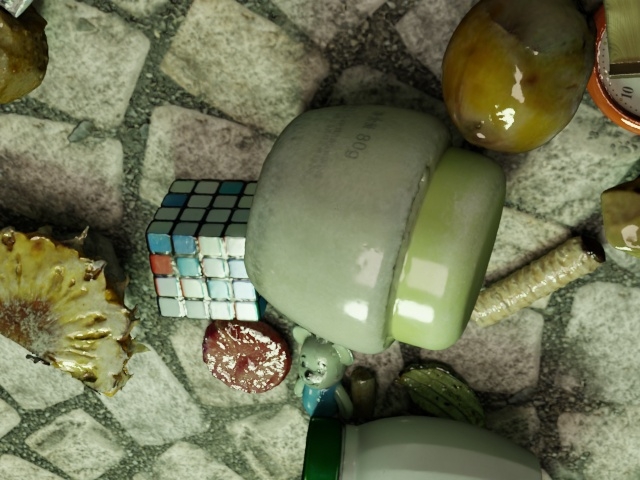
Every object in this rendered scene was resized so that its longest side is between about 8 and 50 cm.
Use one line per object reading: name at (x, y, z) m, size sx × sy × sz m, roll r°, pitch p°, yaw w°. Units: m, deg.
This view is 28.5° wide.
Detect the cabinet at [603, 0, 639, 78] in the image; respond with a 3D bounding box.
cabinet at (0.379, -0.318, 1.394) m, size 0.148 × 0.215 × 0.175 m, roll -3°, pitch 148°, yaw 15°

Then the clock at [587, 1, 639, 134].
clock at (0.426, -0.227, 1.564) m, size 0.205 × 0.051 × 0.205 m, roll 8°, pitch 112°, yaw 21°

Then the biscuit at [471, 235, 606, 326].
biscuit at (0.307, 0.057, 1.811) m, size 0.219 × 0.055 × 0.061 m, roll -35°, pitch 128°, yaw 30°

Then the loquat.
loquat at (0.244, -0.216, 1.558) m, size 0.179 × 0.179 × 0.227 m, roll 19°, pitch 119°, yaw -1°

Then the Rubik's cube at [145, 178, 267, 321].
Rubik's cube at (-0.150, 0.012, 1.822) m, size 0.155 × 0.154 × 0.151 m, roll 2°, pitch 125°, yaw 10°

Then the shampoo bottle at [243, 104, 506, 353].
shampoo bottle at (0.066, -0.019, 1.648) m, size 0.317 × 0.322 × 0.322 m, roll 18°, pitch 127°, yaw 9°

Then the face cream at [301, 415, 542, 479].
face cream at (0.147, 0.391, 1.951) m, size 0.356 × 0.220 × 0.312 m, roll 7°, pitch 150°, yaw 0°

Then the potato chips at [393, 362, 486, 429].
potato chips at (0.208, 0.260, 1.995) m, size 0.092 × 0.028 × 0.207 m, roll -35°, pitch 112°, yaw 31°

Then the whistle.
whistle at (0.002, 0.234, 1.999) m, size 0.114 × 0.077 × 0.236 m, roll 21°, pitch 134°, yaw 25°

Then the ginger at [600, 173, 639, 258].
ginger at (0.597, -0.006, 1.610) m, size 0.413 × 0.211 × 0.358 m, roll -21°, pitch 120°, yaw 25°

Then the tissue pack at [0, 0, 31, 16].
tissue pack at (-0.357, -0.369, 1.596) m, size 0.065 × 0.155 × 0.115 m, roll 33°, pitch 125°, yaw -14°

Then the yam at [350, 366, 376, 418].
yam at (0.067, 0.247, 2.010) m, size 0.043 × 0.043 × 0.094 m, roll 7°, pitch 123°, yaw 8°

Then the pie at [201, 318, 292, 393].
pie at (-0.117, 0.181, 2.009) m, size 0.154 × 0.036 × 0.154 m, roll 6°, pitch 126°, yaw 9°

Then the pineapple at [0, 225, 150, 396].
pineapple at (-0.407, 0.082, 1.956) m, size 0.344 × 0.286 × 0.209 m, roll 32°, pitch 81°, yaw -2°

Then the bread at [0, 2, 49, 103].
bread at (-0.450, -0.284, 1.647) m, size 0.123 × 0.230 × 0.230 m, roll -43°, pitch 108°, yaw 13°
